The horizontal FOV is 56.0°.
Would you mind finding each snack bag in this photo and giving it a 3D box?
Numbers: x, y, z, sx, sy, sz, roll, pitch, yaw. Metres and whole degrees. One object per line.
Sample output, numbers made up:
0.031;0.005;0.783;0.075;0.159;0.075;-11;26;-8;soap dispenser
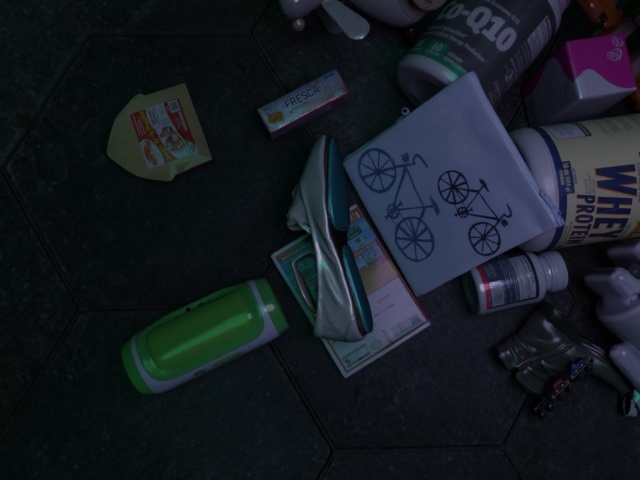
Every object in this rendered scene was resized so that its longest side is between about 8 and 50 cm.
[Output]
0.225;-0.098;1.116;0.343;0.037;0.323;-34;82;40;snack bag

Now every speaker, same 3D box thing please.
-0.215;0.179;1.137;0.297;0.131;0.131;-25;85;-4;speaker

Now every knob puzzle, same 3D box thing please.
-0.337;-0.206;1.224;0.213;0.030;0.213;0;84;-2;knob puzzle

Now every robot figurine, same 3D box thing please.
0.664;0.152;1.117;0.353;0.200;0.300;42;87;-2;robot figurine

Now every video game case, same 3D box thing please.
0.060;0.099;1.202;0.204;0.025;0.285;-31;86;-4;video game case

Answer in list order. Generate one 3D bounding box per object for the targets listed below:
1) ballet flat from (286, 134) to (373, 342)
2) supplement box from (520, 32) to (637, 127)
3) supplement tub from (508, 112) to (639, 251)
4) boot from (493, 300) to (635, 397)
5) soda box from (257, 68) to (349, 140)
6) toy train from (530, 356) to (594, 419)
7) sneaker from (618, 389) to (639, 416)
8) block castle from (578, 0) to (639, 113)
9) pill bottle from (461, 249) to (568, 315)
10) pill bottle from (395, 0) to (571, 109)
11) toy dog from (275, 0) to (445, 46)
0.000;0.000;1.145;0.139;0.139;0.399;-10;85;-3;ballet flat
0.486;-0.293;1.159;0.114;0.220;0.111;-10;84;-2;supplement box
0.519;-0.112;1.132;0.325;0.235;0.235;-8;84;-2;supplement tub
0.470;0.249;1.182;0.246;0.083;0.161;41;96;3;boot
-0.034;-0.274;1.222;0.183;0.063;0.058;-28;85;-5;soda box
0.456;0.276;1.141;0.036;0.027;0.158;40;107;10;toy train
0.623;0.296;1.192;0.044;0.040;0.109;16;87;-16;sneaker
0.670;-0.389;1.059;0.213;0.303;0.453;-44;117;1;block castle
0.376;0.077;1.172;0.180;0.108;0.107;-12;84;-3;pill bottle
0.331;-0.406;1.176;0.204;0.204;0.361;39;84;3;pill bottle
0.087;-0.451;1.201;0.334;0.220;0.160;-3;115;5;toy dog
